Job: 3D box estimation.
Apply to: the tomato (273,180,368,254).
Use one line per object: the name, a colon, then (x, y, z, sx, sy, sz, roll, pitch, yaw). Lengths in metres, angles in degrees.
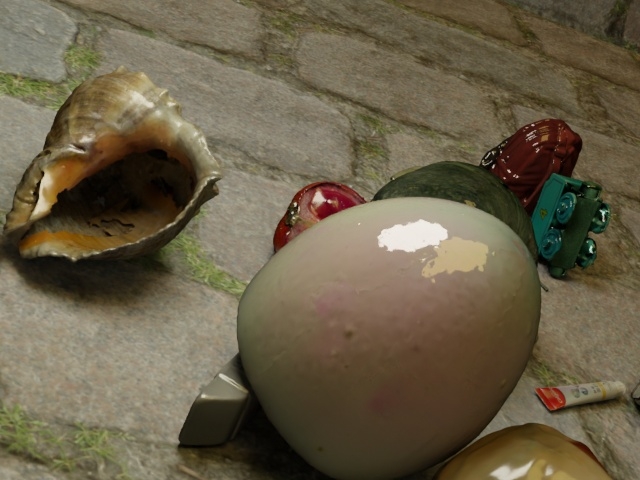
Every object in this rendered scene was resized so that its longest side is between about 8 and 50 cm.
tomato: (0.000, 0.000, 1.818, 0.173, 0.099, 0.189, 30, 66, -25)

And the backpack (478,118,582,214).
backpack: (0.451, -0.157, 2.284, 0.229, 0.229, 0.139, -1, 43, -39)

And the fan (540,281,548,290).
fan: (0.386, 0.041, 2.135, 0.113, 0.005, 0.175, -4, 42, -42)

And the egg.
egg: (0.121, 0.100, 1.409, 0.354, 0.340, 0.354, 35, 35, -30)

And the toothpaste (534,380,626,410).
toothpaste: (0.437, 0.255, 1.819, 0.190, 0.031, 0.048, -1, 43, -35)

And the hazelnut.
hazelnut: (0.249, 0.353, 1.353, 0.261, 0.241, 0.261, 10, 4, -1)

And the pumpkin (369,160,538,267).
pumpkin: (0.201, 0.028, 1.756, 0.257, 0.291, 0.328, 2, 29, 39)

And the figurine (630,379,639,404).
figurine: (0.641, 0.274, 1.866, 0.141, 0.167, 0.250, 55, 21, 3)

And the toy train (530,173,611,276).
toy train: (0.484, -0.033, 2.154, 0.107, 0.197, 0.154, 13, 18, -20)

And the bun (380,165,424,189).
bun: (0.215, -0.059, 2.030, 0.220, 0.134, 0.220, 22, 32, -15)

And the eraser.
eraser: (-0.077, 0.172, 1.487, 0.061, 0.089, 0.352, 30, 29, 11)

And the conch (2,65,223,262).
conch: (-0.293, -0.076, 1.612, 0.297, 0.210, 0.352, 25, 69, 24)
